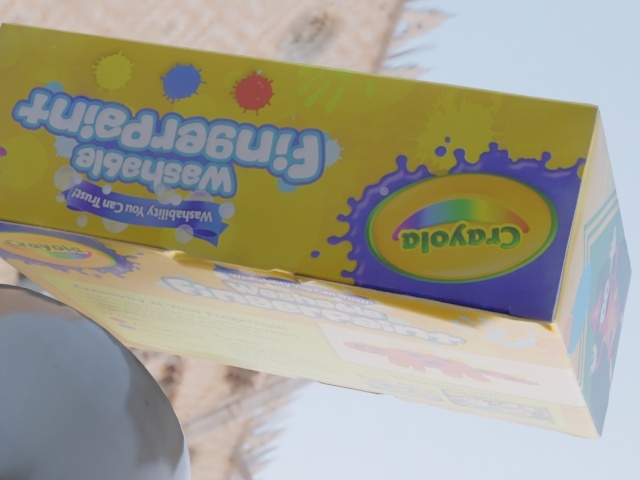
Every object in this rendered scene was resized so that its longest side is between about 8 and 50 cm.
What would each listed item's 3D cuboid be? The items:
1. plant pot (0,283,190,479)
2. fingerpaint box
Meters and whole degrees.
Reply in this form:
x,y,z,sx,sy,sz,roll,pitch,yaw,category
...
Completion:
x,y,z,sx,sy,sz,roll,pitch,yaw,category
-0.206,0.171,0.803,0.323,0.280,0.323,14,-53,19,plant pot
0.000,0.000,1.263,0.444,0.163,0.371,10,-15,18,fingerpaint box
